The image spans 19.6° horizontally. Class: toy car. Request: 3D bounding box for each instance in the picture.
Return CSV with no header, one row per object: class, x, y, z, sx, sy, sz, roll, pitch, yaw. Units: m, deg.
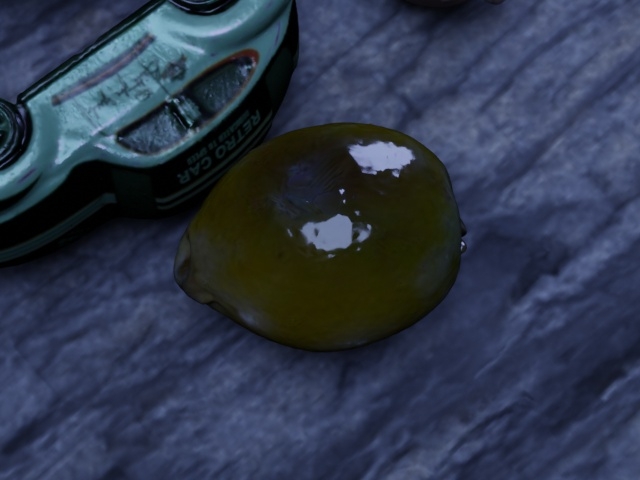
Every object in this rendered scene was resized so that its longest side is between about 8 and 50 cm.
toy car,-0.124,-0.075,1.228,0.306,0.136,0.125,-40,75,-14

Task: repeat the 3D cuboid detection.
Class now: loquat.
loquat,0.000,0.000,1.212,0.195,0.152,0.152,-7,75,-5

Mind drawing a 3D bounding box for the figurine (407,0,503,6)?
figurine,0.078,-0.224,1.280,0.138,0.125,0.125,22,77,21
